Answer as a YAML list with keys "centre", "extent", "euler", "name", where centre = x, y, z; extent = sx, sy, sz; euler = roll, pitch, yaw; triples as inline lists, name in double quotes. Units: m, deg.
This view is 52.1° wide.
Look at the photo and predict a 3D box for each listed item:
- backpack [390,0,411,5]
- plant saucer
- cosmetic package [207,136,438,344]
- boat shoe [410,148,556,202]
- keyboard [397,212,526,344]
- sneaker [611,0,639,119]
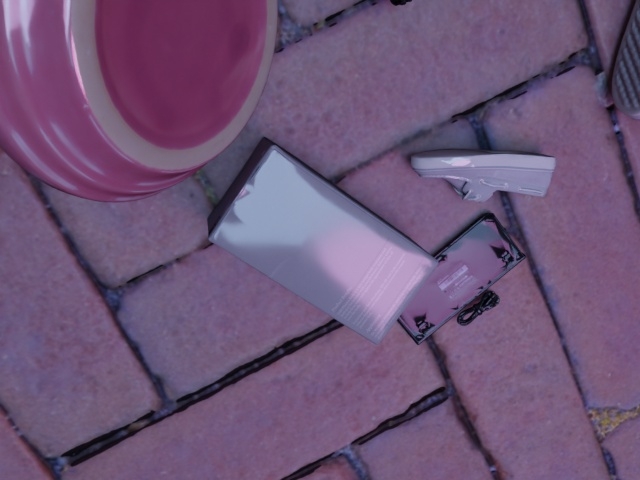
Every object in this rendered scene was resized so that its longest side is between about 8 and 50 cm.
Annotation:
- centre: [0.043, -0.331, 0.641]
  extent: [0.173, 0.158, 0.117]
  euler: [23, 92, -4]
  name: "backpack"
- centre: [-0.140, -0.189, 0.563]
  extent: [0.084, 0.332, 0.332]
  euler: [17, 105, 27]
  name: "plant saucer"
- centre: [0.000, 0.000, 0.747]
  extent: [0.238, 0.107, 0.127]
  euler: [36, 96, -15]
  name: "cosmetic package"
- centre: [0.194, -0.076, 0.788]
  extent: [0.184, 0.066, 0.063]
  euler: [-2, 105, -21]
  name: "boat shoe"
- centre: [0.178, 0.058, 0.839]
  extent: [0.180, 0.023, 0.108]
  euler: [-39, 102, 2]
  name: "keyboard"
- centre: [0.469, -0.307, 0.748]
  extent: [0.150, 0.135, 0.366]
  euler: [10, 112, -21]
  name: "sneaker"
